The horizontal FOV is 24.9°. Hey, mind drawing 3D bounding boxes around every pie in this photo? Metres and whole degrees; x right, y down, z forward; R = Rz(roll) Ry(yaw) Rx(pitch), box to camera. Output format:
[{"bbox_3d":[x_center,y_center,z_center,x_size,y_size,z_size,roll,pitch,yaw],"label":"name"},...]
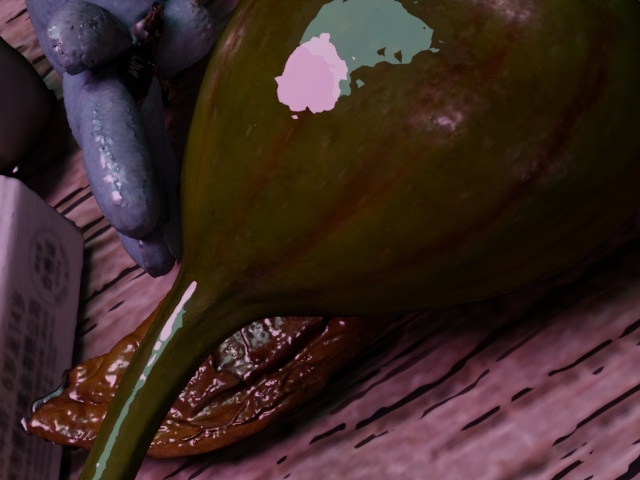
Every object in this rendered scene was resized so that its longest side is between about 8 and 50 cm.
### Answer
[{"bbox_3d":[-0.023,0.030,0.561,0.191,0.033,0.088,-44,54,-9],"label":"pie"}]

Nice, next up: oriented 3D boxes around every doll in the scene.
[{"bbox_3d":[-0.077,-0.073,0.621,0.075,0.120,0.179,-22,54,-5],"label":"doll"}]

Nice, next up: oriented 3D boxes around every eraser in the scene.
[{"bbox_3d":[-0.170,0.085,0.594,0.125,0.068,0.210,-16,53,21],"label":"eraser"}]

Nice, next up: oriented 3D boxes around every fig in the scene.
[{"bbox_3d":[0.000,0.000,0.497,0.259,0.151,0.151,-50,47,0],"label":"fig"}]

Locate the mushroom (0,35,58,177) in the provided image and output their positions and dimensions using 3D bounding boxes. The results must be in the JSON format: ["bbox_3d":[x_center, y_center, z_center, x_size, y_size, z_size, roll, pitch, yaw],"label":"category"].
[{"bbox_3d":[-0.225,-0.068,0.691,0.188,0.117,0.141,-7,48,24],"label":"mushroom"}]
